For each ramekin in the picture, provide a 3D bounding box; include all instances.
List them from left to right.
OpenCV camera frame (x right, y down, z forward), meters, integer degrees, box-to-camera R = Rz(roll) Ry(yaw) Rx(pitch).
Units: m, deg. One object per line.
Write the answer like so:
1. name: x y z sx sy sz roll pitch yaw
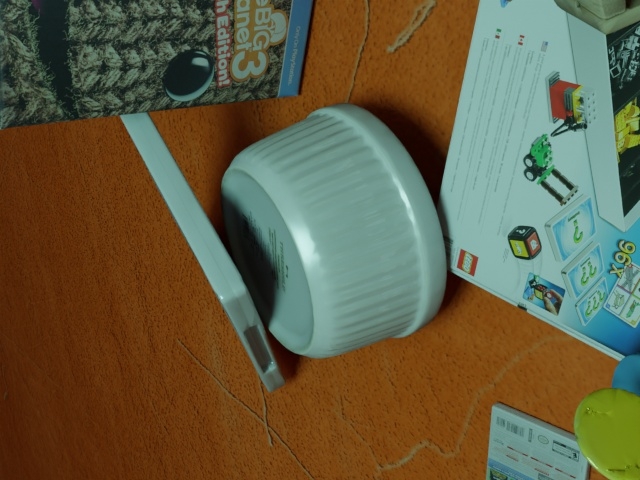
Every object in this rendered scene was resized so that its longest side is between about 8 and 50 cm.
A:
1. ramekin: 0.000 0.000 0.623 0.207 0.109 0.207 48 150 39

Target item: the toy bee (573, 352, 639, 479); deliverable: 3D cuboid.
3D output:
1. toy bee: 0.249 0.128 0.412 0.162 0.195 0.298 -104 -8 -58

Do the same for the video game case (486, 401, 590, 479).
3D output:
1. video game case: 0.178 0.205 0.620 0.087 0.011 0.122 18 115 42

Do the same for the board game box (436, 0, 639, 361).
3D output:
1. board game box: 0.183 -0.088 0.484 0.193 0.053 0.305 30 124 37

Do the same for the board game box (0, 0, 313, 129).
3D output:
1. board game box: -0.152 -0.237 0.611 0.141 0.291 0.232 34 126 36

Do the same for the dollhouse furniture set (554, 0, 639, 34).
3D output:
1. dollhouse furniture set: 0.205 -0.308 0.334 0.198 0.303 0.286 -101 -14 -56

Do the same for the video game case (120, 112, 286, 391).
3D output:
1. video game case: -0.104 0.024 0.723 0.204 0.025 0.285 58 170 24
